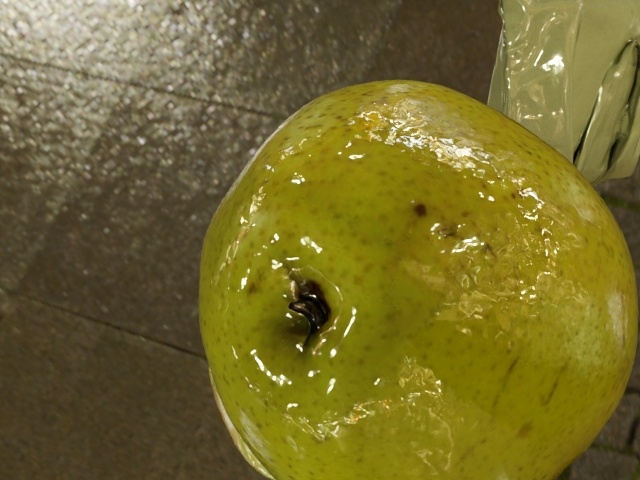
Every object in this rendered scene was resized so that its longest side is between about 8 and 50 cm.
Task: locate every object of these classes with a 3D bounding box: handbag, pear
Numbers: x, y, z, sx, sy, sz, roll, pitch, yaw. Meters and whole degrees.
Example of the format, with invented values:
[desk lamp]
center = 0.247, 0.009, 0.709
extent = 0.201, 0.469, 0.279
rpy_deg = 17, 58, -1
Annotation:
[handbag]
center = 0.281, -0.163, 1.261
extent = 0.109, 0.253, 0.316
rpy_deg = 25, 28, 36
[pear]
center = 0.038, 0.029, 0.502
extent = 0.198, 0.198, 0.198
rpy_deg = -8, 62, 15

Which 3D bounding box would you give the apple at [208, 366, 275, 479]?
[apple]
center = 0.000, 0.208, 1.427
extent = 0.265, 0.120, 0.193
rpy_deg = -12, 83, -20
